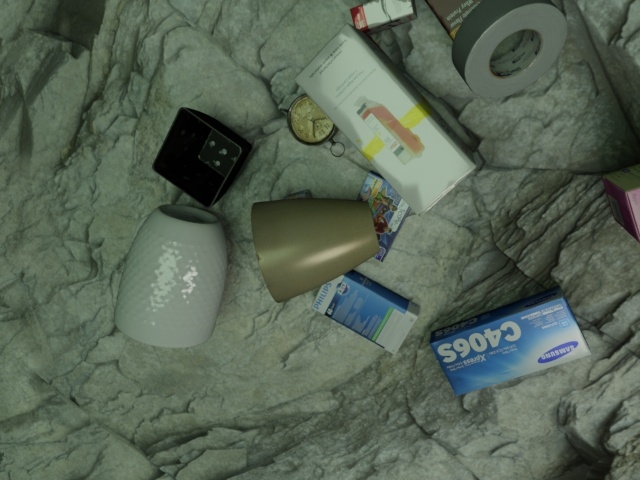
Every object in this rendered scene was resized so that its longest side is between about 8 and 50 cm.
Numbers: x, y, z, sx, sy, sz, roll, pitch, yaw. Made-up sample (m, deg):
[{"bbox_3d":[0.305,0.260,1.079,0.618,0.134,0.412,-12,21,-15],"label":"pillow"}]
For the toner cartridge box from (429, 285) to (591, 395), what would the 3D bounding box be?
[{"bbox_3d":[0.471,0.259,1.327,0.348,0.075,0.165,-26,98,21],"label":"toner cartridge box"}]

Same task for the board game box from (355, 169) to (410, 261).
[{"bbox_3d":[0.146,-0.061,1.352,0.136,0.035,0.201,28,112,7],"label":"board game box"}]

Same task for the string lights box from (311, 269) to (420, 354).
[{"bbox_3d":[0.121,0.179,1.407,0.260,0.077,0.133,29,111,7],"label":"string lights box"}]

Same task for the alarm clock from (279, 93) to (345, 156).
[{"bbox_3d":[-0.003,-0.290,1.315,0.129,0.064,0.192,-36,91,22],"label":"alarm clock"}]

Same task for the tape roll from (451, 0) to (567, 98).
[{"bbox_3d":[0.389,-0.406,1.086,0.219,0.219,0.072,-36,51,22],"label":"tape roll"}]

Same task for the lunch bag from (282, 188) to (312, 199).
[{"bbox_3d":[-0.051,-0.086,1.395,0.071,0.053,0.083,-12,111,21],"label":"lunch bag"}]

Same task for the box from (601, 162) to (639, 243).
[{"bbox_3d":[0.740,-0.104,1.066,0.243,0.213,0.117,-19,99,20],"label":"box"}]

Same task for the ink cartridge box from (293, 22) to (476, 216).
[{"bbox_3d":[0.160,-0.267,1.159,0.160,0.279,0.384,-41,92,21],"label":"ink cartridge box"}]

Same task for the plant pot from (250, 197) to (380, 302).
[{"bbox_3d":[0.000,0.000,1.285,0.274,0.256,0.256,-13,102,6],"label":"plant pot"}]

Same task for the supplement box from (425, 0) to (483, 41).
[{"bbox_3d":[0.313,-0.557,1.107,0.191,0.129,0.194,-35,93,23],"label":"supplement box"}]

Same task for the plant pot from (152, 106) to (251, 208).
[{"bbox_3d":[-0.285,-0.222,1.364,0.188,0.167,0.187,36,113,5],"label":"plant pot"}]

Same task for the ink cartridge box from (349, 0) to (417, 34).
[{"bbox_3d":[0.146,-0.514,1.186,0.135,0.099,0.056,-12,102,20],"label":"ink cartridge box"}]

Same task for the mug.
[{"bbox_3d":[-0.425,0.063,1.457,0.374,0.276,0.328,29,109,40],"label":"mug"}]
